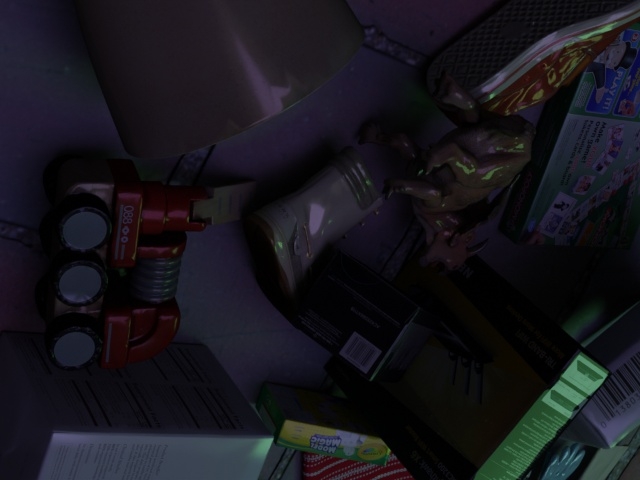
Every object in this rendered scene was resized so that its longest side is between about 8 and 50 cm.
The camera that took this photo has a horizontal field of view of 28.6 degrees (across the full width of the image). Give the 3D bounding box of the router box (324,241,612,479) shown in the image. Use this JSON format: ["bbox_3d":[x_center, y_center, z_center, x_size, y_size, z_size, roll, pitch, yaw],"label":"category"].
[{"bbox_3d":[0.167,0.158,1.527,0.081,0.309,0.243,33,98,-38],"label":"router box"}]

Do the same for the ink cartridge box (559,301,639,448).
[{"bbox_3d":[0.395,0.132,1.663,0.308,0.385,0.091,-38,95,-11],"label":"ink cartridge box"}]

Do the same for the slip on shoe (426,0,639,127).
[{"bbox_3d":[0.277,-0.237,1.476,0.331,0.123,0.101,-34,140,-2],"label":"slip on shoe"}]

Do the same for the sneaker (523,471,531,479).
[{"bbox_3d":[0.227,0.415,1.869,0.321,0.124,0.180,-57,152,-5],"label":"sneaker"}]

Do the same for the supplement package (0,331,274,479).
[{"bbox_3d":[-0.233,0.242,1.409,0.263,0.198,0.199,7,114,-34],"label":"supplement package"}]

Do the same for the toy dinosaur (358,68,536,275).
[{"bbox_3d":[0.174,-0.083,1.423,0.200,0.127,0.296,18,149,-27],"label":"toy dinosaur"}]

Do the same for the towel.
[{"bbox_3d":[0.065,0.328,1.758,0.199,0.031,0.275,-14,125,-23],"label":"towel"}]

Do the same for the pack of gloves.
[{"bbox_3d":[0.367,0.402,1.994,0.195,0.046,0.232,10,117,-48],"label":"pack of gloves"}]

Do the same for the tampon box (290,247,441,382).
[{"bbox_3d":[0.056,0.093,1.466,0.101,0.120,0.161,-55,164,1],"label":"tampon box"}]

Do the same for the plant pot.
[{"bbox_3d":[-0.129,-0.258,1.149,0.256,0.256,0.274,-31,114,-11],"label":"plant pot"}]

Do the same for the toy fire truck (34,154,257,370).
[{"bbox_3d":[-0.175,0.014,1.353,0.246,0.158,0.217,0,119,-20],"label":"toy fire truck"}]

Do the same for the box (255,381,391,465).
[{"bbox_3d":[0.015,0.234,1.594,0.179,0.105,0.043,13,107,-22],"label":"box"}]

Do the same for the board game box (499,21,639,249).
[{"bbox_3d":[0.377,-0.138,1.641,0.213,0.046,0.317,3,117,-34],"label":"board game box"}]

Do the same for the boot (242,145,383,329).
[{"bbox_3d":[0.000,0.000,1.477,0.165,0.077,0.213,-39,147,-19],"label":"boot"}]
